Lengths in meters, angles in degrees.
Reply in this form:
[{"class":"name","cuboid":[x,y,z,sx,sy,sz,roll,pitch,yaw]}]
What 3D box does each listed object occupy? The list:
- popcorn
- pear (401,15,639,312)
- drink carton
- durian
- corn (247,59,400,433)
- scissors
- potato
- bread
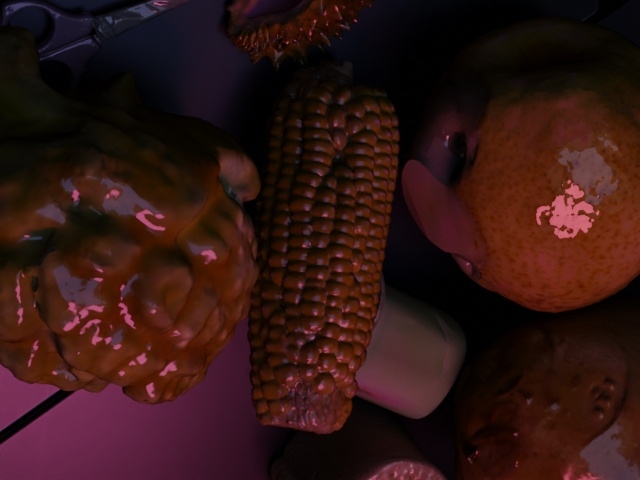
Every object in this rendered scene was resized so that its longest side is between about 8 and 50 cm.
[{"class":"popcorn","cuboid":[-0.209,0.000,1.502,0.335,0.279,0.274,10,125,-38]},{"class":"pear","cuboid":[0.214,-0.068,1.652,0.271,0.271,0.271,-7,112,-19]},{"class":"drink carton","cuboid":[0.053,0.096,1.715,0.142,0.144,0.146,27,98,-34]},{"class":"durian","cuboid":[-0.006,-0.251,1.590,0.132,0.165,0.182,18,76,13]},{"class":"corn","cuboid":[0.000,0.000,1.608,0.130,0.130,0.347,11,75,-25]},{"class":"scissors","cuboid":[-0.187,-0.190,1.574,0.212,0.021,0.110,-25,122,-12]},{"class":"potato","cuboid":[0.239,0.151,1.751,0.196,0.300,0.246,34,125,3]},{"class":"bread","cuboid":[0.042,0.249,1.763,0.148,0.141,0.134,-39,122,-3]}]
